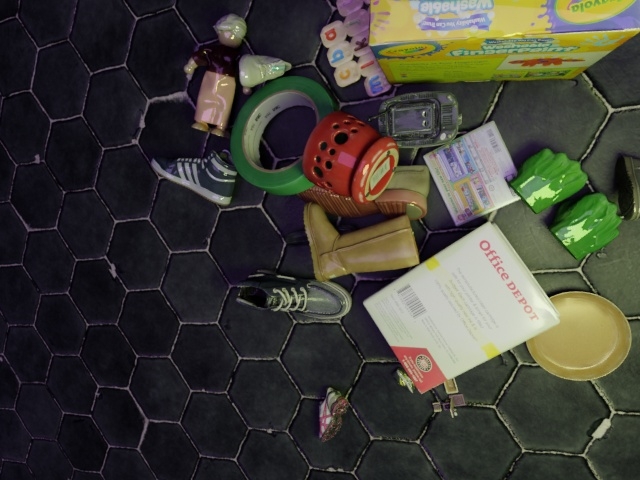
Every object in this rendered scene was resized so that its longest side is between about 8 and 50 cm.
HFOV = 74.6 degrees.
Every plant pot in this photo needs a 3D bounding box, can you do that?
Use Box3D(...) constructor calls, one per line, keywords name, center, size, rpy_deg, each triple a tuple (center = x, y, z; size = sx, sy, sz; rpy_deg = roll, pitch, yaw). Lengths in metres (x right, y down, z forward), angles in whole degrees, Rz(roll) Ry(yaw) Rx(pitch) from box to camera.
Box3D(name="plant pot", center=(0.654, 0.242, 1.079), size=(0.236, 0.032, 0.237), rpy_deg=(3, 101, 17))
Box3D(name="plant pot", center=(0.079, -0.190, 1.010), size=(0.174, 0.191, 0.191), rpy_deg=(34, 108, 24))

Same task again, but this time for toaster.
Box3D(name="toaster", center=(0.240, -0.297, 1.066), size=(0.226, 0.146, 0.129), rpy_deg=(-1, 98, 18))

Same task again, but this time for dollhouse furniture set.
Box3D(name="dollhouse furniture set", center=(0.350, 0.437, 1.185), size=(0.090, 0.081, 0.114), rpy_deg=(-16, 94, 20))

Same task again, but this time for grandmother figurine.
Box3D(name="grandmother figurine", center=(-0.299, -0.493, 1.245), size=(0.207, 0.104, 0.343), rpy_deg=(15, 102, -13))

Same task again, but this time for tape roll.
Box3D(name="tape roll", center=(-0.097, -0.288, 1.158), size=(0.321, 0.077, 0.322), rpy_deg=(-6, 76, 25))

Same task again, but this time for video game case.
Box3D(name="video game case", center=(0.402, -0.171, 1.099), size=(0.193, 0.023, 0.213), rpy_deg=(-25, 91, 20))

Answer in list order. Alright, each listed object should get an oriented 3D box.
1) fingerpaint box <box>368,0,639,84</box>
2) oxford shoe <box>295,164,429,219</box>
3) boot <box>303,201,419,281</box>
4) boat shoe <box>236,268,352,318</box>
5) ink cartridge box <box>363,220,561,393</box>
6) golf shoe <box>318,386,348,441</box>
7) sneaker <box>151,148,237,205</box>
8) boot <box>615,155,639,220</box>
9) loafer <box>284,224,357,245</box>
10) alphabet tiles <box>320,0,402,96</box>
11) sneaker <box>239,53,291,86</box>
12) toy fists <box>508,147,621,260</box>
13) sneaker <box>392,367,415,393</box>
Box3D(name="fingerpaint box", center=(0.348, -0.450, 0.876), size=(0.444, 0.371, 0.163), rpy_deg=(4, 100, 16))
Box3D(name="oxford shoe", center=(0.108, -0.150, 1.166), size=(0.396, 0.140, 0.147), rpy_deg=(9, 69, 22))
Box3D(name="boot", center=(0.104, -0.021, 1.109), size=(0.269, 0.089, 0.236), rpy_deg=(-15, 80, 17))
Box3D(name="boat shoe", center=(-0.087, 0.175, 1.246), size=(0.340, 0.158, 0.127), rpy_deg=(8, 102, 17))
Box3D(name="ink cartridge box", center=(0.354, 0.167, 1.085), size=(0.384, 0.160, 0.279), rpy_deg=(-35, 79, 21))
Box3D(name="golf shoe", center=(0.029, 0.550, 1.329), size=(0.086, 0.067, 0.186), rpy_deg=(36, 117, 43))
Box3D(name="sneaker", center=(-0.383, -0.237, 1.307), size=(0.282, 0.099, 0.153), rpy_deg=(28, 111, 5))
Box3D(name="boot", center=(0.784, -0.118, 0.924), size=(0.208, 0.076, 0.190), rpy_deg=(9, 64, 14))
Box3D(name="loafer", center=(0.000, 0.000, 1.232), size=(0.223, 0.076, 0.078), rpy_deg=(-5, 88, 16))
Box3D(name="alphabet tiles", center=(0.150, -0.541, 1.122), size=(0.277, 0.021, 0.284), rpy_deg=(-19, 93, 18))
Box3D(name="sneaker", center=(-0.144, -0.465, 1.133), size=(0.094, 0.212, 0.080), rpy_deg=(6, 121, 17))
Box3D(name="toy fists", center=(0.591, -0.093, 1.008), size=(0.142, 0.096, 0.279), rpy_deg=(-41, 89, 19))
Box3D(name="sneaker", center=(0.248, 0.418, 1.248), size=(0.035, 0.031, 0.083), rpy_deg=(-40, 81, 33))
